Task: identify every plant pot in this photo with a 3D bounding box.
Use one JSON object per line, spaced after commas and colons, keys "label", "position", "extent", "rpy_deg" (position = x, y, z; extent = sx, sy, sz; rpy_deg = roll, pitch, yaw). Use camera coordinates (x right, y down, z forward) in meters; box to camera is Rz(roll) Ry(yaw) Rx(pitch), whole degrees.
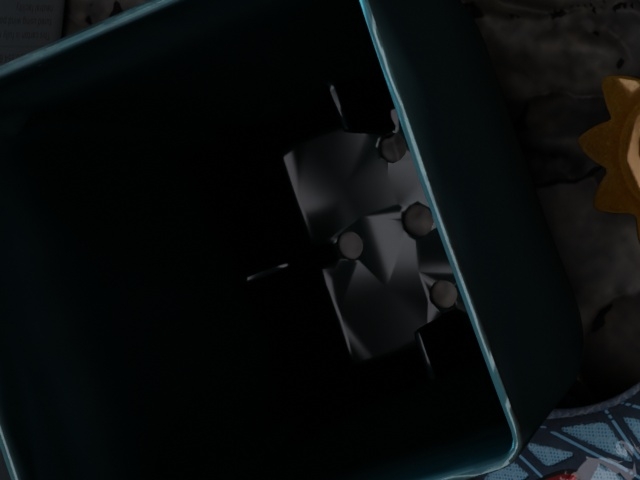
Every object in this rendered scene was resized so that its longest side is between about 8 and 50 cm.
{"label": "plant pot", "position": [0.000, 0.000, 0.651], "extent": [0.165, 0.234, 0.166], "rpy_deg": [-20, 88, 21]}

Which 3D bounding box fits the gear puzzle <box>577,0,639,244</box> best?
{"label": "gear puzzle", "position": [0.210, -0.138, 0.667], "extent": [0.175, 0.044, 0.339], "rpy_deg": [31, 107, 14]}

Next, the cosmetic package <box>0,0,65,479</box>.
{"label": "cosmetic package", "position": [-0.251, 0.031, 0.792], "extent": [0.217, 0.156, 0.385], "rpy_deg": [8, 97, 18]}

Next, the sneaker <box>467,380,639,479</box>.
{"label": "sneaker", "position": [0.088, 0.115, 0.716], "extent": [0.262, 0.104, 0.125], "rpy_deg": [-34, 68, 14]}
